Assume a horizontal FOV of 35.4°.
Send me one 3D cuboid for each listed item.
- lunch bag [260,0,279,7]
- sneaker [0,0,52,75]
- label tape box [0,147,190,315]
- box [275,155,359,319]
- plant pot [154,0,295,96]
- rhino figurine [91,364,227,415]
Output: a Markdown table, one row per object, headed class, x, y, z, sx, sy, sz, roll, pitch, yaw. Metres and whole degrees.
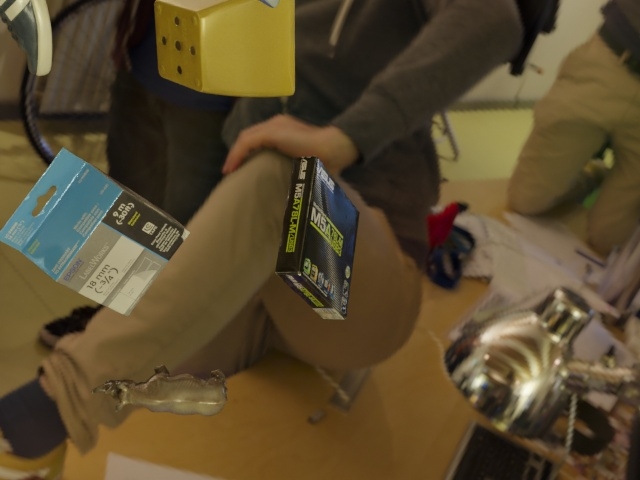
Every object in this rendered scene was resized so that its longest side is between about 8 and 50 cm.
| class | x | y | z | sx | sy | sz | roll | pitch | yaw |
| --- | --- | --- | --- | --- | --- | --- | --- | --- | --- |
| lunch bag | -0.167 | -0.464 | 1.430 | 0.303 | 0.115 | 0.243 | 40 | 9 | 12 |
| sneaker | -0.553 | -0.439 | 1.703 | 0.148 | 0.350 | 0.131 | -15 | 31 | -14 |
| label tape box | -0.475 | -0.009 | 2.134 | 0.106 | 0.241 | 0.333 | 37 | 1 | 42 |
| box | 0.000 | 0.000 | 1.474 | 0.045 | 0.184 | 0.191 | 0 | -25 | 24 |
| plant pot | -0.186 | -0.372 | 1.838 | 0.187 | 0.212 | 0.212 | -20 | 33 | -37 |
| rhino figurine | -0.276 | 0.263 | 1.750 | 0.243 | 0.073 | 0.106 | 5 | 12 | -19 |
